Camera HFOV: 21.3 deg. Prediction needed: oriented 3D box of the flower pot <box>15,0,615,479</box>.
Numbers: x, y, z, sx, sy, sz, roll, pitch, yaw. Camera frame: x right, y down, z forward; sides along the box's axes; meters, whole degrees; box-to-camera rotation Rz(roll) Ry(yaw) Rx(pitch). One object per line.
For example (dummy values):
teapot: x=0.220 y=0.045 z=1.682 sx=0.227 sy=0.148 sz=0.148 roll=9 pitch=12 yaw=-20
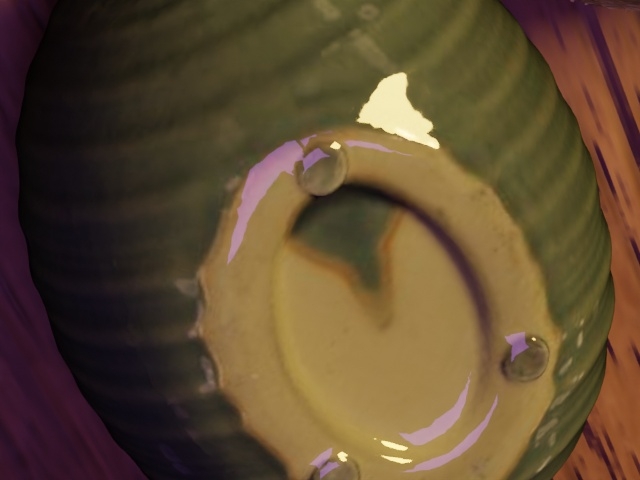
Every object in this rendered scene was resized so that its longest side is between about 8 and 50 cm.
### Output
flower pot: x=0.000 y=0.000 z=0.573 sx=0.189 sy=0.157 sz=0.243 roll=-29 pitch=116 yaw=-5

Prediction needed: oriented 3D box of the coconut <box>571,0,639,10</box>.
coconut: x=0.116 y=-0.150 z=0.552 sx=0.162 sy=0.161 sz=0.161 roll=-12 pitch=112 yaw=-7
